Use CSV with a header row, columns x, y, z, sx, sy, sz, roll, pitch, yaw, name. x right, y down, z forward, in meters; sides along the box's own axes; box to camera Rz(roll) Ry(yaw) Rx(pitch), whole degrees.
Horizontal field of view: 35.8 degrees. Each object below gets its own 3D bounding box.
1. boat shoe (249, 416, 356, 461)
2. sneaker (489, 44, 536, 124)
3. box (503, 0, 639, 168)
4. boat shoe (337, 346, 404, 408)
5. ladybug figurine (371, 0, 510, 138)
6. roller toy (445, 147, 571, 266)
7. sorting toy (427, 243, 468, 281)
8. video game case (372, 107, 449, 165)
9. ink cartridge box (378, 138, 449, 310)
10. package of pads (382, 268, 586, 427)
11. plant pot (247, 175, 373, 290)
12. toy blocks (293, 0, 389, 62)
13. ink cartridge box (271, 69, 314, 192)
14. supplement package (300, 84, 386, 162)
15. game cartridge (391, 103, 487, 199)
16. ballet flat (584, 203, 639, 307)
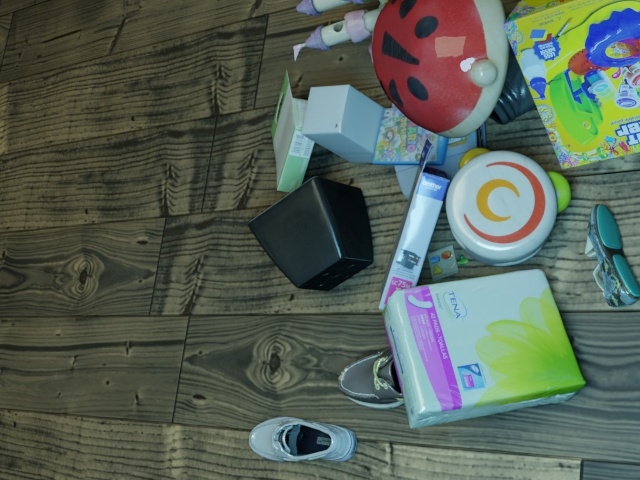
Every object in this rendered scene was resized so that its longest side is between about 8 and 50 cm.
x,y,z,sx,sy,sz,roll,pitch,yaw,name
-0.053,0.389,1.961,0.258,0.084,0.095,-11,68,36,boat shoe
0.307,-0.341,1.884,0.147,0.104,0.296,-39,65,1,sneaker
0.500,-0.303,1.612,0.290,0.279,0.177,-13,26,36,box
0.158,0.245,1.835,0.324,0.096,0.117,-10,68,36,boat shoe
0.203,-0.343,1.781,0.449,0.161,0.305,-126,41,-70,ladybug figurine
0.318,-0.054,1.757,0.209,0.146,0.191,26,86,13,roller toy
0.244,0.038,1.897,0.083,0.012,0.062,-24,60,31,sorting toy
0.183,-0.207,1.966,0.166,0.015,0.119,4,77,40,video game case
0.178,-0.027,1.829,0.065,0.186,0.311,15,99,2,ink cartridge box
0.267,0.175,1.673,0.296,0.101,0.229,-7,61,-11,package of pads
0.000,0.000,2.009,0.187,0.188,0.167,-33,69,25,plant pot
0.049,-0.540,2.064,0.260,0.309,0.289,-9,68,30,toy blocks
-0.060,-0.240,2.167,0.235,0.056,0.171,-96,19,-50,ink cartridge box
0.062,-0.236,2.032,0.105,0.179,0.105,4,77,39,supplement package
0.233,-0.229,1.978,0.198,0.062,0.297,-13,66,31,game cartridge
0.481,0.028,1.679,0.070,0.070,0.188,-28,55,28,ballet flat
